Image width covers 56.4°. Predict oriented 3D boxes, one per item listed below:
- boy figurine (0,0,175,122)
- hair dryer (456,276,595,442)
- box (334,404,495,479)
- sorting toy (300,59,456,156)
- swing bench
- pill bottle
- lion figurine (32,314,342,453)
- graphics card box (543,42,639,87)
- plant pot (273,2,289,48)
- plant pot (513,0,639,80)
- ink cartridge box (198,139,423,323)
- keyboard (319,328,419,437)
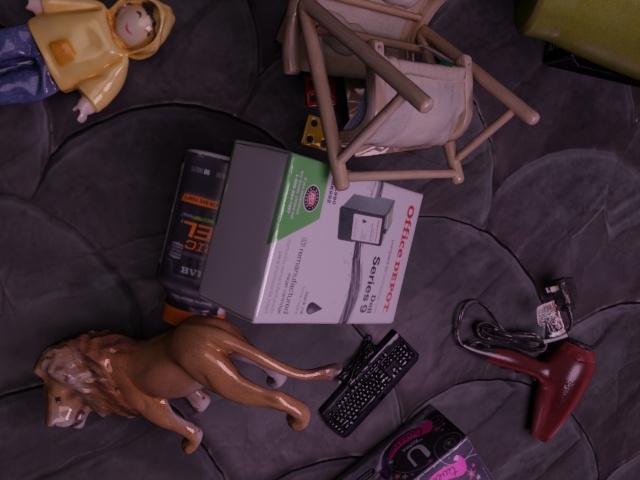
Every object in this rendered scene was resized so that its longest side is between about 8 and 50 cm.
[{"bbox_3d":[-0.329,-0.251,0.800,0.285,0.092,0.177,-18,98,-9],"label":"boy figurine"},{"bbox_3d":[0.372,0.218,1.059,0.223,0.080,0.294,-18,95,4],"label":"hair dryer"},{"bbox_3d":[0.151,0.422,0.973,0.247,0.142,0.163,-36,104,-9],"label":"box"},{"bbox_3d":[0.092,-0.203,0.937,0.274,0.046,0.132,-10,98,-14],"label":"sorting toy"},{"bbox_3d":[0.103,-0.215,0.769,0.253,0.165,0.255,-7,65,-42],"label":"swing bench"},{"bbox_3d":[-0.156,0.003,0.852,0.130,0.130,0.246,13,93,-16],"label":"pill bottle"},{"bbox_3d":[-0.189,0.169,0.793,0.392,0.142,0.240,-28,120,27],"label":"lion figurine"},{"bbox_3d":[0.526,-0.460,0.998,0.232,0.094,0.371,9,95,-14],"label":"graphics card box"},{"bbox_3d":[-0.011,-0.309,0.873,0.109,0.109,0.096,36,98,-16],"label":"plant pot"},{"bbox_3d":[0.463,-0.373,0.794,0.353,0.366,0.366,10,94,4],"label":"plant pot"},{"bbox_3d":[0.000,0.000,0.829,0.289,0.121,0.211,8,96,-48],"label":"ink cartridge box"},{"bbox_3d":[0.077,0.235,0.987,0.100,0.038,0.192,44,83,-15],"label":"keyboard"}]
